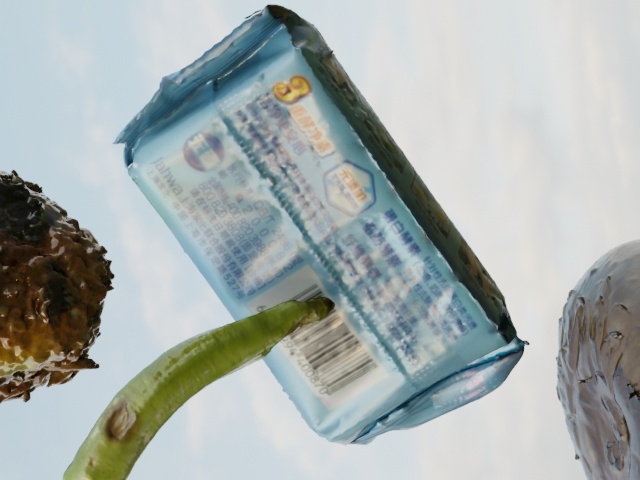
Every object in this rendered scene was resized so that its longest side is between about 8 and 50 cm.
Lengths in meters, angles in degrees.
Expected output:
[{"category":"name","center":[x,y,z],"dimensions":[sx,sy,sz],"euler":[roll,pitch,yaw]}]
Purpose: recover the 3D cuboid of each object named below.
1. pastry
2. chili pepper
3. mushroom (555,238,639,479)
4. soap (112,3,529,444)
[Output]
[{"category":"pastry","center":[-0.453,0.063,2.212],"dimensions":[0.405,0.337,0.292],"euler":[-95,18,-57]},{"category":"chili pepper","center":[-0.081,0.087,0.981],"dimensions":[0.049,0.208,0.043],"euler":[50,171,-2]},{"category":"mushroom","center":[0.278,0.133,1.224],"dimensions":[0.278,0.163,0.297],"euler":[63,170,-6]},{"category":"soap","center":[0.000,0.000,1.053],"dimensions":[0.293,0.156,0.077],"euler":[56,-162,-10]}]
